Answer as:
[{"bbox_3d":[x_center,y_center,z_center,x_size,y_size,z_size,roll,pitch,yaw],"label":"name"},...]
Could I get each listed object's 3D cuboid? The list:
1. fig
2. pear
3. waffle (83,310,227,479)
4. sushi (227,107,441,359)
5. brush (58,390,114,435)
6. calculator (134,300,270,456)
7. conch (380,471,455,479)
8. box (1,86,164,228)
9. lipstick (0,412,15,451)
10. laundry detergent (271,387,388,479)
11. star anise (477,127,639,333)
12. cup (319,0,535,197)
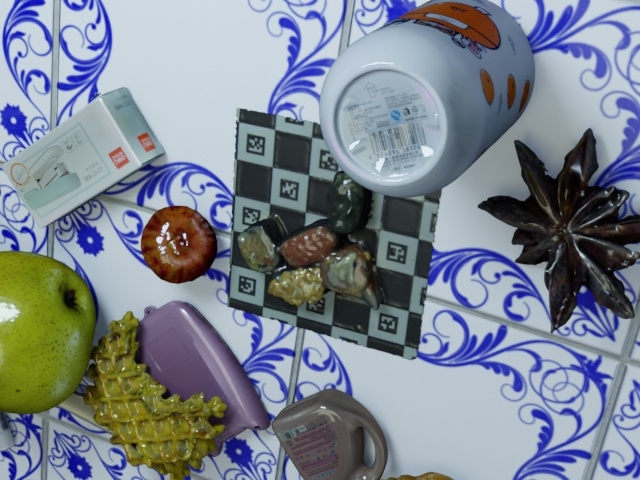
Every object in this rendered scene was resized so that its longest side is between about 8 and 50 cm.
[{"bbox_3d":[-0.228,0.018,1.630,0.128,0.128,0.150,14,142,19],"label":"fig"},{"bbox_3d":[-0.524,0.158,1.725,0.294,0.294,0.294,9,113,21],"label":"pear"},{"bbox_3d":[-0.310,0.292,1.755,0.293,0.069,0.260,41,124,14],"label":"waffle"},{"bbox_3d":[0.000,0.000,1.546,0.343,0.064,0.359,14,114,19],"label":"sushi"},{"bbox_3d":[-0.479,0.289,1.890,0.321,0.050,0.060,26,116,4],"label":"brush"},{"bbox_3d":[-0.226,0.240,1.754,0.194,0.043,0.294,-33,92,32],"label":"calculator"},{"bbox_3d":[0.236,0.453,1.602,0.330,0.093,0.109,23,111,14],"label":"conch"},{"bbox_3d":[-0.396,-0.137,1.660,0.269,0.079,0.135,-26,98,30],"label":"box"},{"bbox_3d":[-0.648,0.348,1.988,0.040,0.040,0.141,-7,107,26],"label":"lipstick"},{"bbox_3d":[0.042,0.364,1.663,0.171,0.076,0.237,-29,97,30],"label":"laundry detergent"},{"bbox_3d":[0.338,-0.015,1.359,0.212,0.129,0.283,-41,82,25],"label":"star anise"},{"bbox_3d":[0.135,-0.182,1.265,0.212,0.317,0.212,9,114,21],"label":"cup"}]
